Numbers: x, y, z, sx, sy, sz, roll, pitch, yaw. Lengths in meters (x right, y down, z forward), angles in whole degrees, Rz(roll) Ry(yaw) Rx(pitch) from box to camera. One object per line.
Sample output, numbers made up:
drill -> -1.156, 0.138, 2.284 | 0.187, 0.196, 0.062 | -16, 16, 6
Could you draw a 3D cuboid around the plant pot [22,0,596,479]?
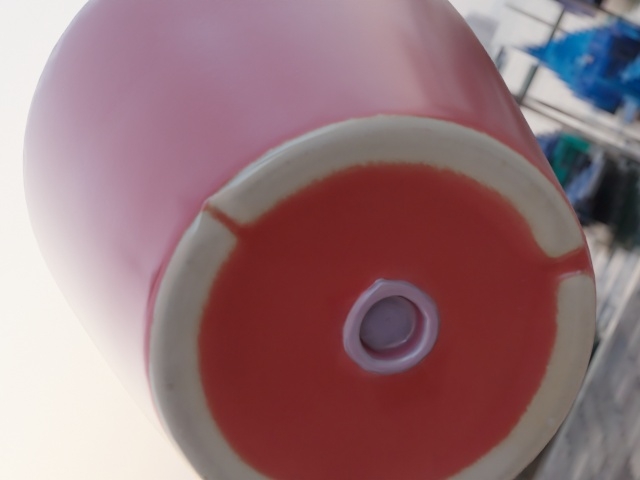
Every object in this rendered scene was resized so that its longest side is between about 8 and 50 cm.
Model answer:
plant pot -> 0.000, 0.000, 0.757 | 0.275, 0.275, 0.243 | -66, 20, 13
